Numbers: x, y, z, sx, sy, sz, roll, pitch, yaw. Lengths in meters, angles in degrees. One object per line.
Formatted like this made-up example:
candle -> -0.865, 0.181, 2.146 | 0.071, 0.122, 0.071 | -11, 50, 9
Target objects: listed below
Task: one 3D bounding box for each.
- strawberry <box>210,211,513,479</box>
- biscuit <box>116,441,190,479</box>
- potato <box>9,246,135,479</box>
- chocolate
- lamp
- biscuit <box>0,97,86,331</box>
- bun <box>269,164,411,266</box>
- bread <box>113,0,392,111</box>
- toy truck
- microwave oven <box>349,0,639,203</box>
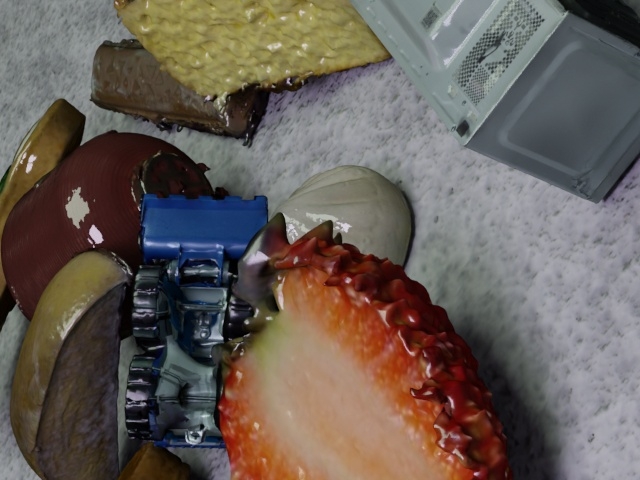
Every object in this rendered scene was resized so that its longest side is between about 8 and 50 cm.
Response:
strawberry -> 0.053, 0.139, 1.376 | 0.306, 0.137, 0.233 | 46, 131, 33
biscuit -> -0.218, 0.332, 1.602 | 0.381, 0.074, 0.359 | -54, 7, -20
potato -> -0.236, 0.119, 1.711 | 0.120, 0.100, 0.261 | 35, 135, 37
chocolate -> -0.145, -0.162, 1.959 | 0.329, 0.065, 0.102 | 14, 80, 59
lamp -> -0.191, 0.000, 1.816 | 0.258, 0.180, 0.180 | -34, 42, 48
biscuit -> -0.328, 0.015, 2.019 | 0.287, 0.057, 0.344 | -173, 107, -86
bun -> 0.000, 0.000, 1.571 | 0.138, 0.094, 0.138 | -34, 45, 43
bread -> -0.044, -0.231, 1.731 | 0.260, 0.160, 0.147 | -13, 43, 41
toy truck -> -0.096, 0.069, 1.642 | 0.126, 0.113, 0.208 | 72, -160, -78
microwave oven -> 0.134, -0.148, 1.361 | 0.122, 0.162, 0.208 | -53, 43, 19
